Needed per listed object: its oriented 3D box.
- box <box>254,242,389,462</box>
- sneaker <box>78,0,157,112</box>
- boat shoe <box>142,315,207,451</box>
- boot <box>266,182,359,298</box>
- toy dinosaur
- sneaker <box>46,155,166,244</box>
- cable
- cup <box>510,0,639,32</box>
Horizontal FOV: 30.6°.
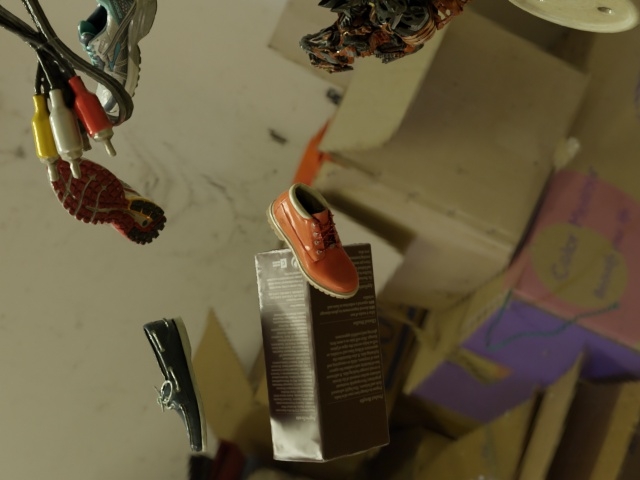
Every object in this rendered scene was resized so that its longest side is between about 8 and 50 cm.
[{"bbox_3d":[0.005,0.200,2.141,0.143,0.191,0.381,-9,86,41],"label":"box"},{"bbox_3d":[-0.403,-0.367,2.186,0.110,0.122,0.283,53,135,39],"label":"sneaker"},{"bbox_3d":[-0.258,0.260,2.096,0.095,0.079,0.254,131,126,-70],"label":"boat shoe"},{"bbox_3d":[0.000,0.000,1.452,0.059,0.158,0.084,-37,-5,-34],"label":"boot"},{"bbox_3d":[0.104,-0.345,1.650,0.322,0.218,0.164,-36,45,15],"label":"toy dinosaur"},{"bbox_3d":[-0.337,-0.066,1.774,0.088,0.092,0.225,-54,-40,-3],"label":"sneaker"},{"bbox_3d":[-0.337,-0.222,1.460,0.139,0.287,0.072,-20,13,19],"label":"cable"},{"bbox_3d":[0.304,-0.368,1.271,0.331,0.331,0.237,145,145,-84],"label":"cup"}]
